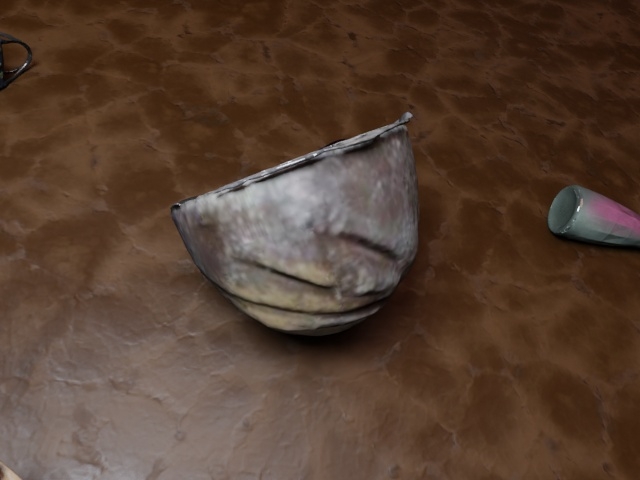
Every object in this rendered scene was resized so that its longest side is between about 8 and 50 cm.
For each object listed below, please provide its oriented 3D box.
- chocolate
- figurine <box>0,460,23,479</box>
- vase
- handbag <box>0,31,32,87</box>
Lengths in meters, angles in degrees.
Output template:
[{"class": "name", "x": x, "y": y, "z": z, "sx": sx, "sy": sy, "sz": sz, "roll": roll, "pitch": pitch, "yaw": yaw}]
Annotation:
[{"class": "chocolate", "x": 0.000, "y": 0.000, "z": 0.575, "sx": 0.303, "sy": 0.303, "sz": 0.213, "roll": -25, "pitch": 101, "yaw": -27}, {"class": "figurine", "x": -0.314, "y": 0.288, "z": 0.360, "sx": 0.162, "sy": 0.141, "sz": 0.237, "roll": 31, "pitch": 54, "yaw": 18}, {"class": "vase", "x": 0.498, "y": -0.021, "z": 0.804, "sx": 0.214, "sy": 0.086, "sz": 0.086, "roll": 17, "pitch": 52, "yaw": -5}, {"class": "handbag", "x": -0.531, "y": -0.293, "z": 0.777, "sx": 0.072, "sy": 0.115, "sz": 0.139, "roll": 37, "pitch": 39, "yaw": 17}]
